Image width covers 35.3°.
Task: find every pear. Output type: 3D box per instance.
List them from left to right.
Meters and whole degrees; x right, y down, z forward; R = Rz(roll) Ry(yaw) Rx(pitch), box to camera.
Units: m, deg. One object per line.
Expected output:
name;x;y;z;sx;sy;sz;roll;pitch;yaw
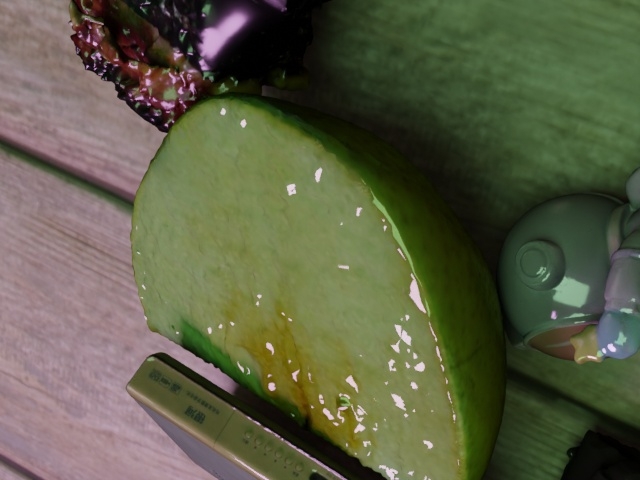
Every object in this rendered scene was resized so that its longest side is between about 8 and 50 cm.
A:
pear;0.005;-0.001;0.625;0.288;0.139;0.239;27;143;35

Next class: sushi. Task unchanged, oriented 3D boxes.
sushi;-0.079;-0.151;0.639;0.172;0.153;0.150;23;127;11

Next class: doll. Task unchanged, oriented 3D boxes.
doll;0.216;-0.006;0.556;0.287;0.151;0.151;-26;97;39

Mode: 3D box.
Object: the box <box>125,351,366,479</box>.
box;0.000;0.186;0.718;0.270;0.045;0.211;27;161;23

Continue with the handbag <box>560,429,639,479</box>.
handbag;0.224;0.288;0.622;0.285;0.113;0.257;46;127;55
